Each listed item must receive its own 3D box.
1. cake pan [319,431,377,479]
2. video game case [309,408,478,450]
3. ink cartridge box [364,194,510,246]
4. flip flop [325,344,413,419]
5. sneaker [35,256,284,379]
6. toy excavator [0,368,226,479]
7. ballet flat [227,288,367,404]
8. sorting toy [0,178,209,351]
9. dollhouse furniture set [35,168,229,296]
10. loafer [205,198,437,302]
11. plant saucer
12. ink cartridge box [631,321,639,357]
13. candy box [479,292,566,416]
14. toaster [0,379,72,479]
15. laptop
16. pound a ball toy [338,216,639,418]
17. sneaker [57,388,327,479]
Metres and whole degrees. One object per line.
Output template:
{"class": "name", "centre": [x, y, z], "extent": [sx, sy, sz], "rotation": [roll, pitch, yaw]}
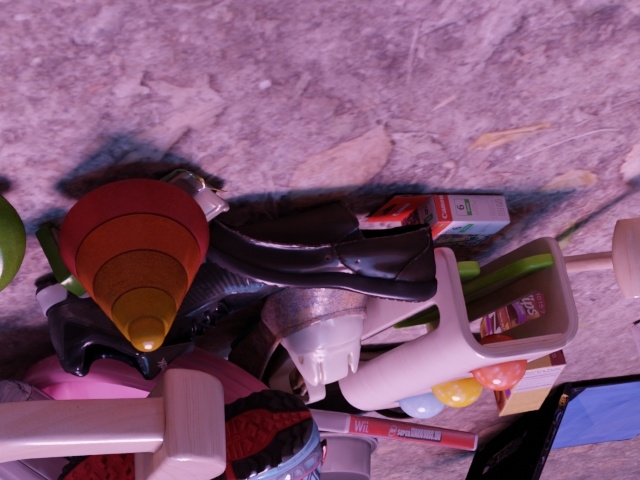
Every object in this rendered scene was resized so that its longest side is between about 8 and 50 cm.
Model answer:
{"class": "cake pan", "centre": [-0.058, 0.337, 2.344], "extent": [0.293, 0.054, 0.293], "rotation": [-9, 161, -3]}
{"class": "video game case", "centre": [0.034, 0.226, 2.019], "extent": [0.204, 0.025, 0.285], "rotation": [3, 172, 37]}
{"class": "ink cartridge box", "centre": [0.105, -0.017, 1.481], "extent": [0.115, 0.029, 0.063], "rotation": [-1, 159, -27]}
{"class": "flip flop", "centre": [0.080, 0.169, 1.906], "extent": [0.277, 0.080, 0.112], "rotation": [-2, 159, -23]}
{"class": "sneaker", "centre": [-0.136, 0.072, 1.484], "extent": [0.234, 0.106, 0.078], "rotation": [-10, 159, 0]}
{"class": "toy excavator", "centre": [-0.362, 0.187, 1.410], "extent": [0.433, 0.222, 0.445], "rotation": [13, 156, -41]}
{"class": "ballet flat", "centre": [-0.010, 0.100, 1.630], "extent": [0.107, 0.106, 0.316], "rotation": [-13, 162, -19]}
{"class": "sorting toy", "centre": [-0.258, 0.037, 1.235], "extent": [0.365, 0.126, 0.127], "rotation": [0, 131, -13]}
{"class": "dollhouse furniture set", "centre": [-0.155, -0.020, 1.347], "extent": [0.151, 0.058, 0.076], "rotation": [-36, 147, 11]}
{"class": "loafer", "centre": [0.000, 0.000, 1.430], "extent": [0.220, 0.078, 0.080], "rotation": [8, -171, -19]}
{"class": "plant saucer", "centre": [-0.153, 0.200, 1.698], "extent": [0.332, 0.084, 0.332], "rotation": [15, 146, 10]}
{"class": "ink cartridge box", "centre": [0.466, 0.183, 1.984], "extent": [0.139, 0.191, 0.082], "rotation": [9, 151, -44]}
{"class": "candy box", "centre": [0.216, 0.113, 1.784], "extent": [0.053, 0.109, 0.187], "rotation": [-9, 160, -6]}
{"class": "toaster", "centre": [-0.310, 0.230, 1.639], "extent": [0.146, 0.129, 0.227], "rotation": [42, 141, -21]}
{"class": "laptop", "centre": [0.365, 0.358, 2.373], "extent": [0.236, 0.408, 0.382], "rotation": [27, 154, -3]}
{"class": "pound a ball toy", "centre": [0.170, 0.085, 1.591], "extent": [0.208, 0.136, 0.319], "rotation": [-5, 168, -26]}
{"class": "sneaker", "centre": [-0.117, 0.232, 1.526], "extent": [0.262, 0.104, 0.125], "rotation": [-15, 142, 9]}
